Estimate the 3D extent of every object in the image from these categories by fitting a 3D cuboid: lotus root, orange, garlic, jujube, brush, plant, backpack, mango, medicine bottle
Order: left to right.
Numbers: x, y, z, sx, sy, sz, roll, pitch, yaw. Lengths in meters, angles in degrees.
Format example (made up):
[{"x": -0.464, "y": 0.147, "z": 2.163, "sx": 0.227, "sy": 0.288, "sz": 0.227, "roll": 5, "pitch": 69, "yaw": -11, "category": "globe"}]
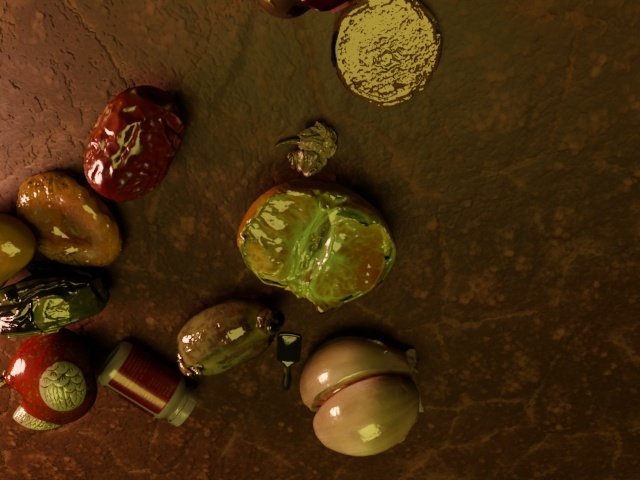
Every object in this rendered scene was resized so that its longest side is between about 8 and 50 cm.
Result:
[{"x": -0.803, "y": 0.029, "z": 1.510, "sx": 0.331, "sy": 0.142, "sz": 0.195, "roll": -32, "pitch": 93, "yaw": 27, "category": "mango"}, {"x": -0.637, "y": 0.135, "z": 1.540, "sx": 0.253, "sy": 0.207, "sz": 0.140, "roll": -9, "pitch": 108, "yaw": 4, "category": "backpack"}, {"x": -0.382, "y": -0.196, "z": 1.324, "sx": 0.174, "sy": 0.174, "sz": 0.250, "roll": 26, "pitch": 118, "yaw": -10, "category": "jujube"}, {"x": -0.452, "y": 0.380, "z": 1.702, "sx": 0.250, "sy": 0.131, "sz": 0.131, "roll": 37, "pitch": 118, "yaw": -16, "category": "medicine bottle"}, {"x": -0.215, "y": 0.232, "z": 1.576, "sx": 0.309, "sy": 0.173, "sz": 0.173, "roll": -27, "pitch": 115, "yaw": 21, "category": "lotus root"}, {"x": -0.085, "y": 0.321, "z": 1.692, "sx": 0.062, "sy": 0.016, "sz": 0.194, "roll": 6, "pitch": 121, "yaw": 3, "category": "brush"}, {"x": -0.030, "y": -0.198, "z": 1.353, "sx": 0.122, "sy": 0.104, "sz": 0.117, "roll": 30, "pitch": 84, "yaw": 23, "category": "plant"}, {"x": 0.000, "y": -0.007, "z": 1.382, "sx": 0.334, "sy": 0.196, "sz": 0.263, "roll": 19, "pitch": 136, "yaw": -1, "category": "orange"}, {"x": 0.089, "y": 0.374, "z": 1.579, "sx": 0.312, "sy": 0.249, "sz": 0.286, "roll": -13, "pitch": 75, "yaw": 11, "category": "garlic"}]

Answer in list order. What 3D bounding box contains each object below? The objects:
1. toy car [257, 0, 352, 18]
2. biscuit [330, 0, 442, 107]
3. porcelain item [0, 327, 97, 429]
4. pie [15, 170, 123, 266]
[{"x": -0.094, "y": -0.516, "z": 1.065, "sx": 0.240, "sy": 0.271, "sz": 0.341, "roll": -17, "pitch": 120, "yaw": 36, "category": "toy car"}, {"x": 0.126, "y": -0.367, "z": 1.237, "sx": 0.225, "sy": 0.042, "sz": 0.226, "roll": 2, "pitch": 120, "yaw": 4, "category": "biscuit"}, {"x": -0.696, "y": 0.351, "z": 1.636, "sx": 0.252, "sy": 0.253, "sz": 0.253, "roll": 3, "pitch": 121, "yaw": 5, "category": "porcelain item"}, {"x": -0.582, "y": -0.038, "z": 1.498, "sx": 0.273, "sy": 0.069, "sz": 0.274, "roll": 8, "pitch": 124, "yaw": 12, "category": "pie"}]
